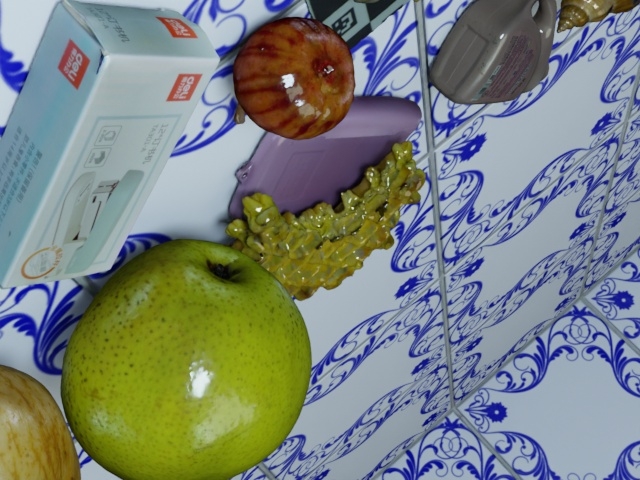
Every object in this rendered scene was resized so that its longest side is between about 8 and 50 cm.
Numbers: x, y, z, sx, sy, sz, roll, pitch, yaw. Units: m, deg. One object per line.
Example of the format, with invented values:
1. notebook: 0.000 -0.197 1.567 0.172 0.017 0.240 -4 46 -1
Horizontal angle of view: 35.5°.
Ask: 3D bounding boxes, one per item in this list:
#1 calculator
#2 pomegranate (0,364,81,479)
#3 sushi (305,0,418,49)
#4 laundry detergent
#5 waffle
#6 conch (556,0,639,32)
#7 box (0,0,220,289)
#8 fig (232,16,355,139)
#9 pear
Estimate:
1. calculator: 0.009 -0.095 1.252 0.294 0.043 0.194 -14 144 -46
2. pomegranate: -0.355 0.239 1.005 0.248 0.248 0.248 -35 155 -19
3. sushi: 0.122 -0.350 0.978 0.343 0.064 0.359 -40 156 -6
4. laundry detergent: 0.259 -0.260 1.327 0.237 0.076 0.171 -13 141 -50
5. waffle: 0.000 0.000 1.275 0.293 0.069 0.260 -21 152 -25
6. conch: 0.437 -0.381 1.384 0.330 0.093 0.109 -37 149 -16
7. box: -0.208 -0.082 0.887 0.135 0.079 0.269 -11 141 -52
8. fig: -0.027 -0.159 1.008 0.128 0.128 0.150 -41 -177 -6
9. pear: -0.146 0.140 1.120 0.294 0.294 0.294 -35 155 -19
